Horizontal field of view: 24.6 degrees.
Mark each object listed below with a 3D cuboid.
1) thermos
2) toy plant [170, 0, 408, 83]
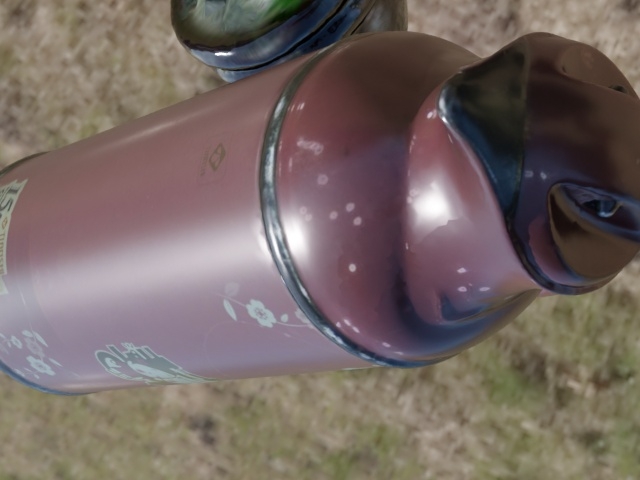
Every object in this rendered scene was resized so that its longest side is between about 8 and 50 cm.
[{"bbox_3d":[-0.006,0.004,0.528,0.136,0.109,0.330,49,148,-20],"label":"thermos"},{"bbox_3d":[-0.040,-0.203,1.014,0.218,0.175,0.235,27,170,49],"label":"toy plant"}]
